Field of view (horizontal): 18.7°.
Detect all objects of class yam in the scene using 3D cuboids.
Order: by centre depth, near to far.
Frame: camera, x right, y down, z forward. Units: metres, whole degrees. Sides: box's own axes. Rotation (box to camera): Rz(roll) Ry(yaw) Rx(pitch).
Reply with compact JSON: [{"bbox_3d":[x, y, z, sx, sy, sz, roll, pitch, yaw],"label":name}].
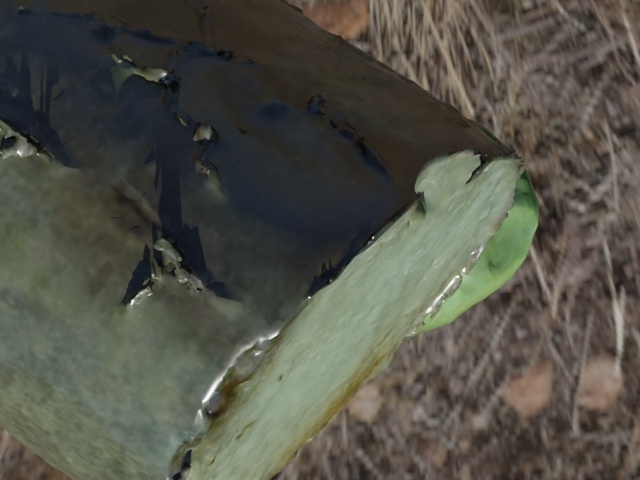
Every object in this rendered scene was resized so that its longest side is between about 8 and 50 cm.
[{"bbox_3d":[-0.102,-0.044,0.601,0.304,0.168,0.168,33,108,17],"label":"yam"}]

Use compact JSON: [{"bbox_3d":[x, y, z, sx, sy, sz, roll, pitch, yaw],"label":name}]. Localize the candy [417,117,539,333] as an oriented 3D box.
[{"bbox_3d":[0.000,0.000,1.142,0.142,0.343,0.132,-39,98,-21],"label":"candy"}]
